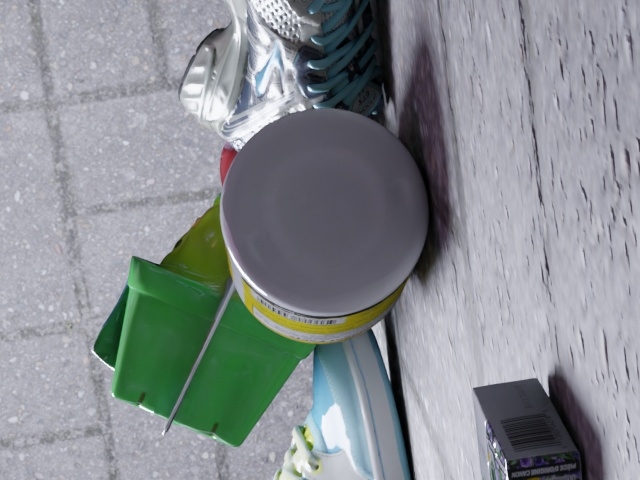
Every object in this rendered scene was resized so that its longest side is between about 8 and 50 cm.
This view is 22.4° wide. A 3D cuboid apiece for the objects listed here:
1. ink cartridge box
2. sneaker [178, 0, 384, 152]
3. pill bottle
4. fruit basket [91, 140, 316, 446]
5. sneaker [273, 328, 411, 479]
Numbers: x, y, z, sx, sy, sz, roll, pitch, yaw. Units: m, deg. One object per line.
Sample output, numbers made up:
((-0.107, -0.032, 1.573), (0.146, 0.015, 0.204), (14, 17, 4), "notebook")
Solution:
((0.081, 0.117, 0.610), (0.063, 0.029, 0.115), (-107, 10, -69), "ink cartridge box")
((0.001, -0.132, 1.031), (0.122, 0.110, 0.283), (47, 154, 11), "sneaker")
((0.000, 0.000, 0.989), (0.208, 0.119, 0.119), (100, 161, -80), "pill bottle")
((-0.061, -0.020, 1.306), (0.327, 0.165, 0.353), (158, 128, -87), "fruit basket")
((-0.029, 0.223, 1.329), (0.127, 0.208, 0.319), (-106, 10, -72), "sneaker")
